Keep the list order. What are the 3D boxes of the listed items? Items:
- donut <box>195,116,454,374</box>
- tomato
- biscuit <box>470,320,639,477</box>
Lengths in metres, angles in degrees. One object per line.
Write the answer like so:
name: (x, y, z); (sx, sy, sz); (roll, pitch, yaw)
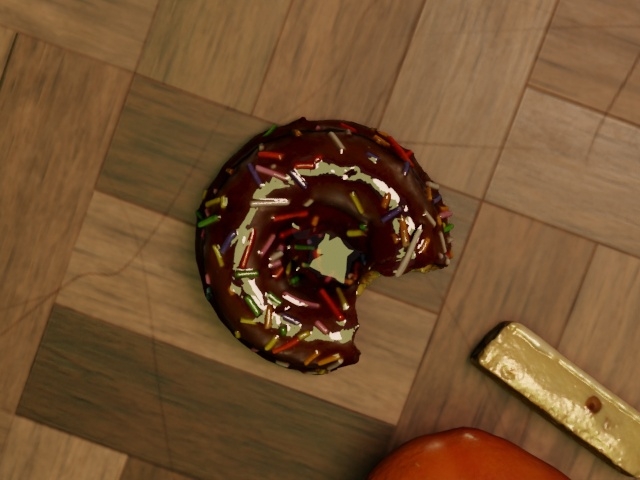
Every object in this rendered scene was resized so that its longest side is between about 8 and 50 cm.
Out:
donut: (-0.001, 0.001, 1.386); (0.230, 0.096, 0.216); (-33, 95, 5)
tomato: (0.134, 0.287, 1.374); (0.260, 0.180, 0.259); (0, 96, -2)
biscuit: (0.225, 0.142, 1.421); (0.188, 0.052, 0.056); (36, 83, -4)
